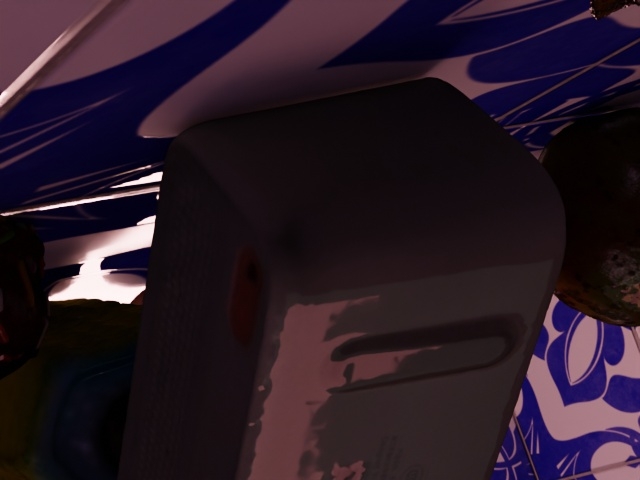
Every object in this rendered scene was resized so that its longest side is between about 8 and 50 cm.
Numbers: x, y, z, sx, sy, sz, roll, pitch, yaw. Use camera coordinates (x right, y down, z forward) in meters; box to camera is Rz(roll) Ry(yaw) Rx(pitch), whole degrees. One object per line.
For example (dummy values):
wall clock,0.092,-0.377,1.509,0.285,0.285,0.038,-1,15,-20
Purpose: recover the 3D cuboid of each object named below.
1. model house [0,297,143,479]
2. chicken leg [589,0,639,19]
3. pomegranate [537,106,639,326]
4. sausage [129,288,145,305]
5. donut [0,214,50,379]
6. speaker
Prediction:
model house,-0.164,0.148,1.094,0.303,0.216,0.237,16,173,-34
chicken leg,0.165,-0.138,0.760,0.036,0.021,0.083,-31,170,15
pomegranate,0.261,-0.037,1.213,0.198,0.246,0.198,-15,133,-16
sausage,-0.125,0.049,1.249,0.186,0.043,0.043,-27,169,41
donut,-0.271,0.061,0.839,0.235,0.089,0.235,-20,171,-3
speaker,-0.008,0.108,0.860,0.184,0.183,0.406,-9,129,-29
